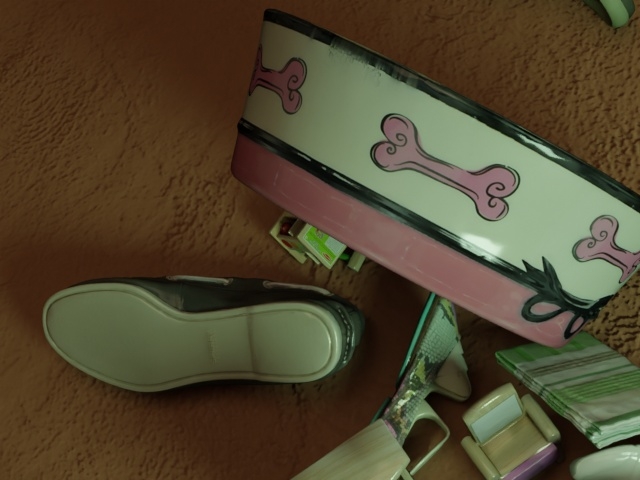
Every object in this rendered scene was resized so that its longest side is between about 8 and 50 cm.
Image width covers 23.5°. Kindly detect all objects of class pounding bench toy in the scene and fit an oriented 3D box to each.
[{"bbox_3d":[0.000,0.000,1.567,0.052,0.083,0.065,-54,29,-17],"label":"pounding bench toy"}]

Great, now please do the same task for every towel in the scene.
[{"bbox_3d":[0.242,0.131,1.378,0.113,0.023,0.152,-8,28,-29],"label":"towel"}]

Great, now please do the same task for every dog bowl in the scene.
[{"bbox_3d":[0.099,-0.046,1.370,0.408,0.408,0.150,30,94,29],"label":"dog bowl"}]

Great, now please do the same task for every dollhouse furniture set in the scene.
[{"bbox_3d":[0.135,0.304,1.266,0.286,0.198,0.303,-35,58,-2],"label":"dollhouse furniture set"}]

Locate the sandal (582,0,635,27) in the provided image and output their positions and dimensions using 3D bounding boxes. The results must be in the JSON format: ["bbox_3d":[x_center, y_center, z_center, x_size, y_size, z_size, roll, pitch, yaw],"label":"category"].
[{"bbox_3d":[0.202,-0.310,1.635,0.086,0.120,0.303,-48,58,5],"label":"sandal"}]

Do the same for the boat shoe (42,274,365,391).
[{"bbox_3d":[-0.115,0.091,1.542,0.335,0.095,0.112,2,99,23],"label":"boat shoe"}]

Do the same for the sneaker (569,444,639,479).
[{"bbox_3d":[0.290,0.210,1.330,0.152,0.054,0.061,5,71,-7],"label":"sneaker"}]

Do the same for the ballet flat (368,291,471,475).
[{"bbox_3d":[0.092,0.153,1.445,0.079,0.077,0.221,26,77,9],"label":"ballet flat"}]
